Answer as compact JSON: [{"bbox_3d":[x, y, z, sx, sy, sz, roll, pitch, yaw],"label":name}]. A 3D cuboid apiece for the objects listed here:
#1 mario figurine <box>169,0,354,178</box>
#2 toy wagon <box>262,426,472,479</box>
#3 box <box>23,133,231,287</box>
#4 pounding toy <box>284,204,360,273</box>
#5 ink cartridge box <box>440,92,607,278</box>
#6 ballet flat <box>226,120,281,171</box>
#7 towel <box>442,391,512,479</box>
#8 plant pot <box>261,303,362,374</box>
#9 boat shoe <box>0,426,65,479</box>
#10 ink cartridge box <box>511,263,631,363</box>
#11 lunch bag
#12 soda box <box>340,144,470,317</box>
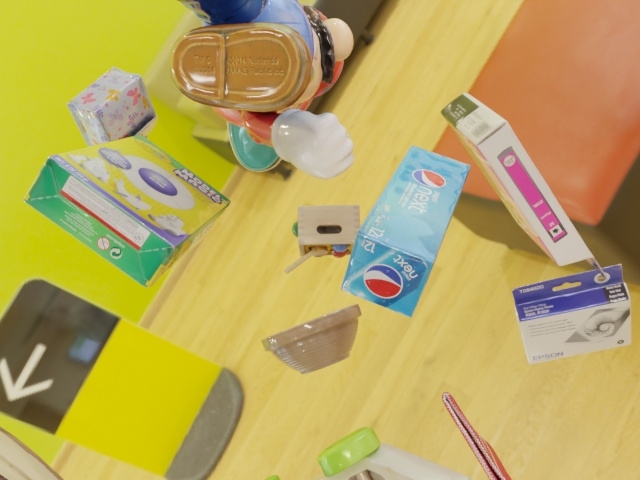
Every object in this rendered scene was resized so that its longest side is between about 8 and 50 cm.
[{"bbox_3d":[-0.023,-0.169,0.500,0.320,0.170,0.198,-78,10,-81],"label":"mario figurine"},{"bbox_3d":[0.074,0.292,0.515,0.344,0.068,0.267,-37,76,27],"label":"toy wagon"},{"bbox_3d":[-0.137,-0.033,0.493,0.043,0.105,0.179,-52,5,14],"label":"box"},{"bbox_3d":[0.000,0.000,1.145,0.130,0.141,0.100,90,178,-77],"label":"pounding toy"},{"bbox_3d":[0.349,-0.079,1.060,0.069,0.371,0.175,-39,26,12],"label":"ink cartridge box"},{"bbox_3d":[-0.063,-0.202,0.695,0.086,0.086,0.248,-116,26,-56],"label":"ballet flat"},{"bbox_3d":[0.291,0.379,1.039,0.031,0.275,0.199,-33,49,3],"label":"towel"},{"bbox_3d":[-0.006,0.233,1.406,0.237,0.237,0.109,-28,80,38],"label":"plant pot"},{"bbox_3d":[-0.222,0.103,0.215,0.123,0.342,0.123,-39,20,13],"label":"boat shoe"},{"bbox_3d":[0.529,0.162,1.296,0.223,0.224,0.045,-15,40,15],"label":"ink cartridge box"},{"bbox_3d":[-0.209,-0.125,0.644,0.053,0.083,0.071,23,56,22],"label":"lunch bag"},{"bbox_3d":[0.091,-0.018,0.615,0.210,0.071,0.067,-55,-17,-53],"label":"soda box"}]
